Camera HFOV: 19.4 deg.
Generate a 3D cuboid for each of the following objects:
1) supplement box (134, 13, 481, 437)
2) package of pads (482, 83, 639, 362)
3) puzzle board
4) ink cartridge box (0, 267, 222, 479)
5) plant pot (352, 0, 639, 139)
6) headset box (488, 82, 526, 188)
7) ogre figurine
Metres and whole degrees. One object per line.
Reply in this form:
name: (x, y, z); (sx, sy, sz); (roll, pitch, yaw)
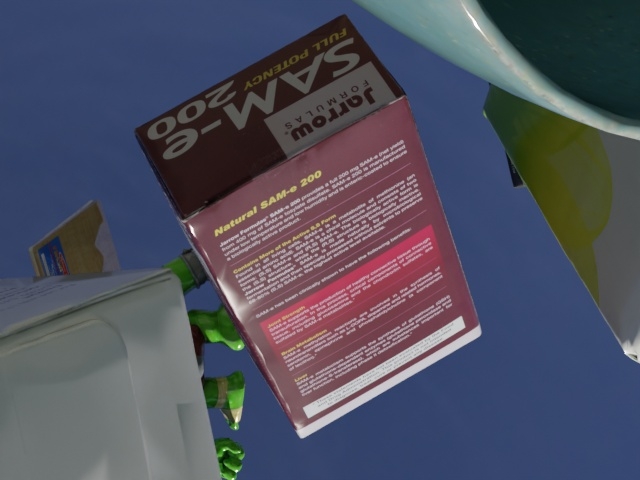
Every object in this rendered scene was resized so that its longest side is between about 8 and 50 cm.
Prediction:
supplement box: (0.000, 0.000, 1.028); (0.130, 0.239, 0.073); (-29, -125, -5)
package of pads: (0.189, -0.112, 0.885); (0.101, 0.297, 0.229); (1, -142, -20)
puzzle board: (-0.106, 0.052, 0.894); (0.096, 0.011, 0.128); (-52, -53, -71)
ink cartridge box: (-0.194, 0.132, 0.746); (0.197, 0.270, 0.198); (-21, -77, -50)
plant pot: (0.039, -0.189, 0.439); (0.290, 0.290, 0.195); (-19, -149, -41)
headset box: (0.262, -0.190, 1.375); (0.131, 0.283, 0.246); (-19, -85, -62)
ogre figurine: (-0.123, 0.099, 1.557); (0.118, 0.197, 0.097); (-1, -156, -13)
